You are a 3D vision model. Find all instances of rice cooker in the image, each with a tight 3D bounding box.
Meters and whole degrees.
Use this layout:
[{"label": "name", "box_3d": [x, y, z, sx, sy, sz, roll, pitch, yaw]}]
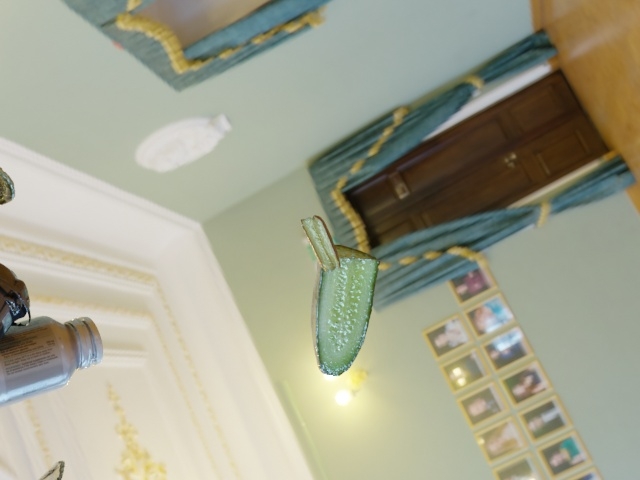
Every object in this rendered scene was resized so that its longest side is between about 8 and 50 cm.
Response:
[{"label": "rice cooker", "box_3d": [-0.566, 0.092, 1.361, 0.142, 0.203, 0.118, 98, -170, -53]}]

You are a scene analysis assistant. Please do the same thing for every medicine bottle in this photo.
[{"label": "medicine bottle", "box_3d": [-0.498, 0.203, 1.481, 0.215, 0.135, 0.135, -15, -108, -37]}]

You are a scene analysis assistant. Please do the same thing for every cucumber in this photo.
[{"label": "cucumber", "box_3d": [0.026, 0.121, 1.454, 0.063, 0.115, 0.244, 43, 130, 53]}]

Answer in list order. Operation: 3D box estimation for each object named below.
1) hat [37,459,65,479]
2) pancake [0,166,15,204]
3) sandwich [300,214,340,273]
[{"label": "hat", "box_3d": [-0.386, 0.341, 0.927, 0.110, 0.252, 0.252, 28, -160, -15]}, {"label": "pancake", "box_3d": [-0.568, -0.093, 1.441, 0.108, 0.108, 0.017, 52, -151, -44]}, {"label": "sandwich", "box_3d": [0.000, 0.000, 1.139, 0.044, 0.030, 0.083, -106, -6, -72]}]
